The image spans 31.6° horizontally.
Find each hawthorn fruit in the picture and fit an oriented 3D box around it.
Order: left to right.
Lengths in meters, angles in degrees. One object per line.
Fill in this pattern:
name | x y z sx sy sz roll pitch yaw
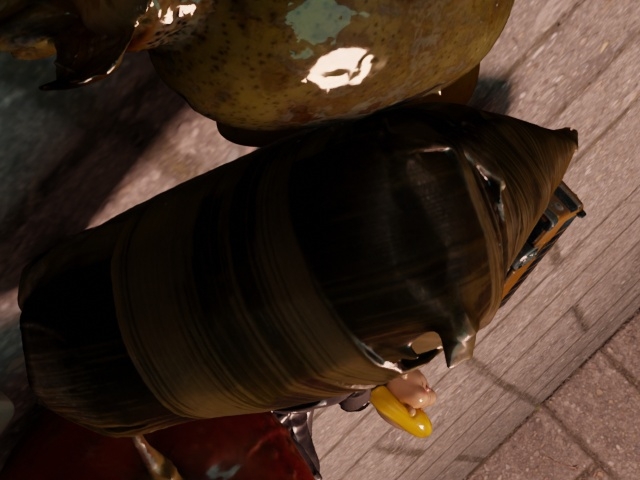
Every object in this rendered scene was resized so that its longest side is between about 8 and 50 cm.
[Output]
hawthorn fruit | -0.113 0.216 0.786 0.262 0.258 0.258 -22 179 43

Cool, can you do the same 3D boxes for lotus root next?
lotus root | -0.018 -0.120 0.451 0.278 0.154 0.154 -18 148 -45

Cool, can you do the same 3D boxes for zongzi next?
zongzi | 0.000 0.000 0.652 0.286 0.134 0.288 -15 -170 30

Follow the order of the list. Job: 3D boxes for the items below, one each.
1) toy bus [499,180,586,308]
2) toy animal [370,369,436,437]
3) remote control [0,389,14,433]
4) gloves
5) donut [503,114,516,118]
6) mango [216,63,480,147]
toy bus | 0.189 0.001 1.178 0.103 0.091 0.182 -26 156 -44
toy animal | 0.119 0.208 1.476 0.082 0.091 0.114 -55 161 -12
remote control | -0.246 0.117 0.640 0.087 0.029 0.190 -48 164 1
gloves | -0.002 0.132 1.039 0.142 0.119 0.285 -19 142 -26
donut | 0.124 -0.023 1.012 0.199 0.085 0.233 -26 153 -40
mango | 0.018 -0.098 0.663 0.184 0.085 0.102 -10 150 -39
